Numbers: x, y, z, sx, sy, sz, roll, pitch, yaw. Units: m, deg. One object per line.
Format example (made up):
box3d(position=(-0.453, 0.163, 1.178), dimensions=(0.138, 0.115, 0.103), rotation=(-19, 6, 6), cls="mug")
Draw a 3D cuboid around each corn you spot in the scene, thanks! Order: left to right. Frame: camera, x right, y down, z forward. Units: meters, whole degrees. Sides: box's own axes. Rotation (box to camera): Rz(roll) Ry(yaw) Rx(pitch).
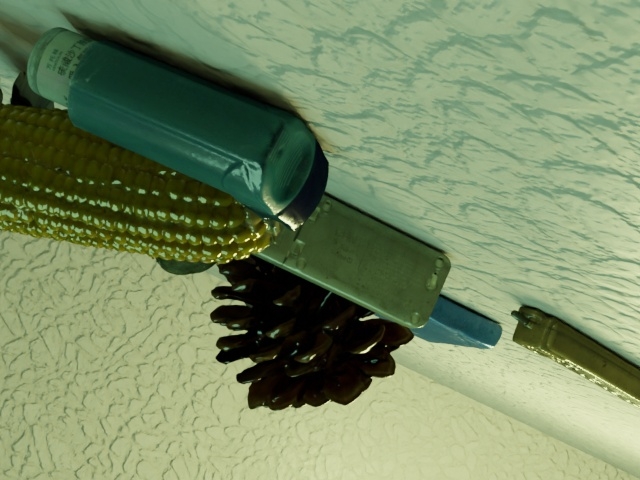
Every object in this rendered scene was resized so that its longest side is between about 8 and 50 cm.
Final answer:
box3d(position=(-0.222, -0.061, 0.824), dimensions=(0.387, 0.144, 0.144), rotation=(8, 170, 5), cls="corn")

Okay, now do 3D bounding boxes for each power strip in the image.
box3d(position=(0.000, 0.000, 0.924), dimensions=(0.288, 0.093, 0.053), rotation=(26, 174, -6), cls="power strip")
box3d(position=(0.348, 0.159, 1.063), dimensions=(0.305, 0.044, 0.064), rotation=(30, 171, -26), cls="power strip")

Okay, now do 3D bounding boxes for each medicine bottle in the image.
box3d(position=(-0.118, -0.099, 0.711), dimensions=(0.258, 0.079, 0.124), rotation=(24, 170, 9), cls="medicine bottle")

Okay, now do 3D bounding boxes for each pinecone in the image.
box3d(position=(-0.025, 0.090, 1.067), dimensions=(0.264, 0.264, 0.264), rotation=(24, 171, 4), cls="pinecone")

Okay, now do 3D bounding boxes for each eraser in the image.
box3d(position=(0.169, 0.125, 1.357), dimensions=(0.144, 0.043, 0.312), rotation=(27, 171, -8), cls="eraser")

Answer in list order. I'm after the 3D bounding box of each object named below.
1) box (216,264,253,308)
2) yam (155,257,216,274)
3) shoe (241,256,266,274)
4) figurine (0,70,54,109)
box3d(position=(-0.128, 0.081, 1.623), dimensions=(0.103, 0.055, 0.244), rotation=(29, -169, -40), cls="box")
box3d(position=(-0.169, -0.031, 0.987), dimensions=(0.107, 0.107, 0.183), rotation=(21, 150, 23), cls="yam")
box3d(position=(-0.098, 0.018, 1.288), dimensions=(0.103, 0.100, 0.251), rotation=(27, 168, -18), cls="shoe")
box3d(position=(-0.312, -0.086, 1.056), dimensions=(0.207, 0.166, 0.387), rotation=(41, 178, 34), cls="figurine")
